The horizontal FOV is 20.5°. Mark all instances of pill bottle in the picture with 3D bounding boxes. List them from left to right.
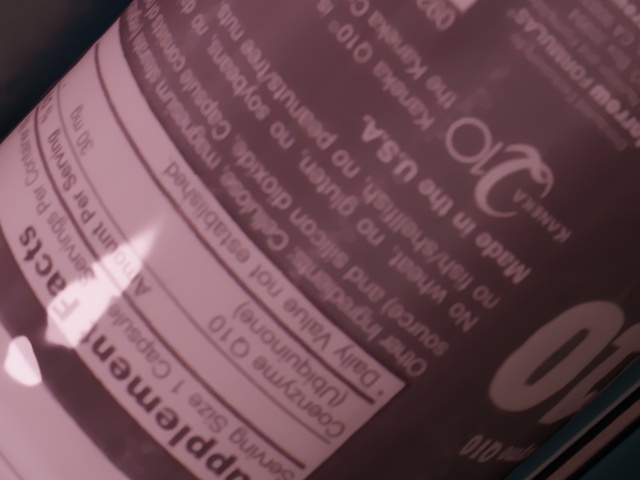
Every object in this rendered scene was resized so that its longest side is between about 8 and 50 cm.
[{"bbox_3d":[0.000,0.000,0.601,0.204,0.204,0.361,42,106,-14],"label":"pill bottle"}]
